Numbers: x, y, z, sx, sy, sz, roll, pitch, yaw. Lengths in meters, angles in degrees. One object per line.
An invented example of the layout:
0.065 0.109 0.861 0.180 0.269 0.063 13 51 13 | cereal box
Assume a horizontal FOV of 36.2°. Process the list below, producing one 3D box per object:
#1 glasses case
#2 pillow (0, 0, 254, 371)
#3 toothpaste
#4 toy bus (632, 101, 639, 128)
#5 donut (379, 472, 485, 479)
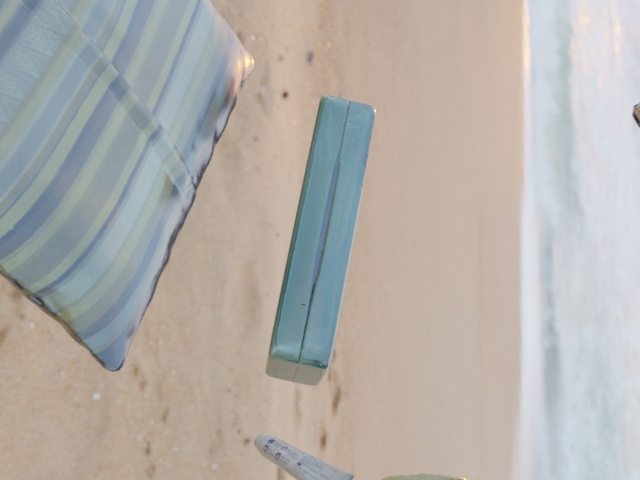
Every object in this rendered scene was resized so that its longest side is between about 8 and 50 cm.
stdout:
0.000 0.000 0.656 0.078 0.039 0.184 106 -5 -70 | glasses case
-0.114 -0.081 0.431 0.212 0.052 0.208 52 43 -41 | pillow
-0.031 0.310 1.355 0.052 0.218 0.033 -43 116 -20 | toothpaste
0.411 -0.123 1.007 0.138 0.112 0.317 47 6 1 | toy bus
0.079 0.348 0.749 0.160 0.330 0.330 126 -27 -61 | donut
